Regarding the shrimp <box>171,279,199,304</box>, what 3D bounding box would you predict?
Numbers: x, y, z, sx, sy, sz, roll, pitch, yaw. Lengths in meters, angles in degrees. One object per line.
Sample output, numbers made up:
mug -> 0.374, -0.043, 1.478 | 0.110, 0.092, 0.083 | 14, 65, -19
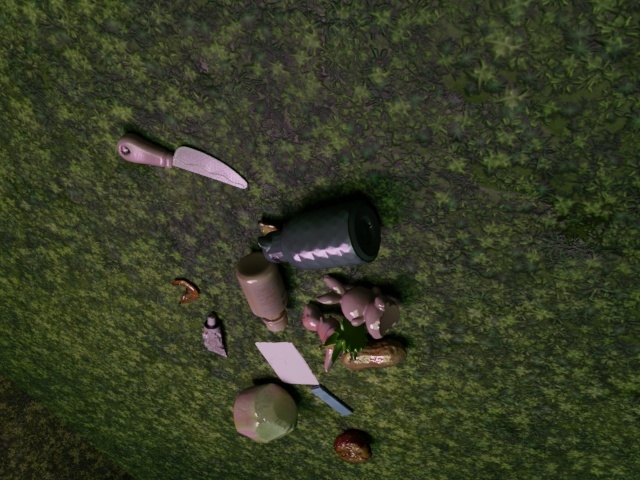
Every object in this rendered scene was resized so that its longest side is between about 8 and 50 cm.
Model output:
shrimp -> -0.438, 0.166, 1.819 | 0.091, 0.025, 0.127 | 36, 133, -11

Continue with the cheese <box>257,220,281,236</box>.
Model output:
cheese -> -0.132, -0.014, 1.472 | 0.060, 0.041, 0.084 | 10, 122, 6

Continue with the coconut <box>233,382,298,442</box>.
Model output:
coconut -> -0.203, 0.615, 2.039 | 0.235, 0.235, 0.205 | -26, 84, 42

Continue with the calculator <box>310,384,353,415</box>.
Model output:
calculator -> 0.038, 0.558, 1.997 | 0.172, 0.018, 0.057 | 42, 137, -18

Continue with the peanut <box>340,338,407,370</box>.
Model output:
peanut -> 0.148, 0.330, 1.653 | 0.213, 0.100, 0.100 | -5, 130, 30

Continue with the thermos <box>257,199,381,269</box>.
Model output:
thermos -> 0.000, 0.000, 1.361 | 0.286, 0.145, 0.182 | -10, 162, 36

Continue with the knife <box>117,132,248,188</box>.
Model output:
knife -> -0.333, -0.199, 1.396 | 0.335, 0.043, 0.081 | 14, 131, 3

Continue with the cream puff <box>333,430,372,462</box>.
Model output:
cream puff -> 0.123, 0.757, 2.112 | 0.148, 0.085, 0.149 | 11, 138, 10

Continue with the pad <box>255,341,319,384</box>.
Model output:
pad -> -0.111, 0.417, 1.934 | 0.156, 0.004, 0.232 | -5, 131, 30

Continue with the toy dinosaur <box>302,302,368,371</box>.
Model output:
toy dinosaur -> 0.018, 0.265, 1.580 | 0.177, 0.152, 0.194 | -16, 87, 39

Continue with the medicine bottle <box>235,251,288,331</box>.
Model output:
medicine bottle -> -0.150, 0.153, 1.598 | 0.114, 0.114, 0.252 | 5, 134, 22

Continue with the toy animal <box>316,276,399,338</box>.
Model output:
toy animal -> 0.100, 0.165, 1.506 | 0.212, 0.124, 0.124 | 26, 144, 33

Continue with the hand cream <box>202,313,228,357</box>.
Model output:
hand cream -> -0.359, 0.330, 1.938 | 0.083, 0.050, 0.257 | 16, 141, 6
